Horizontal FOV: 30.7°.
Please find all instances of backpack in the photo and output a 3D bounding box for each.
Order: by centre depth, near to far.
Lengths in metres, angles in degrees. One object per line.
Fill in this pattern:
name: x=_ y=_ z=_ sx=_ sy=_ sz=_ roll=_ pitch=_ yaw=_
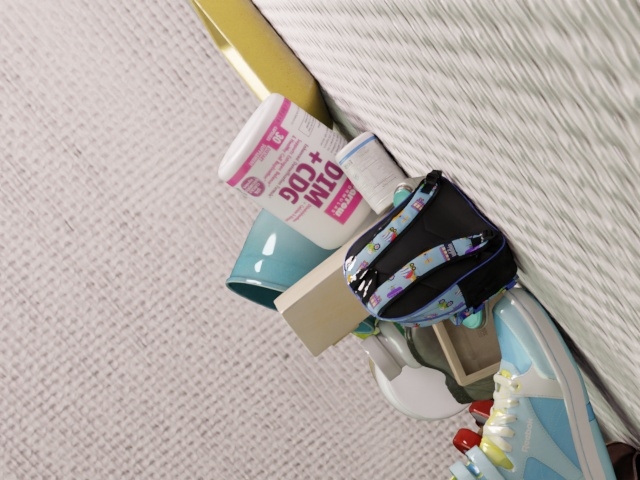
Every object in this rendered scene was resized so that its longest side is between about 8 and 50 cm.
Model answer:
backpack: x=0.124 y=0.031 z=1.363 sx=0.158 sy=0.173 sz=0.117 roll=50 pitch=178 yaw=39

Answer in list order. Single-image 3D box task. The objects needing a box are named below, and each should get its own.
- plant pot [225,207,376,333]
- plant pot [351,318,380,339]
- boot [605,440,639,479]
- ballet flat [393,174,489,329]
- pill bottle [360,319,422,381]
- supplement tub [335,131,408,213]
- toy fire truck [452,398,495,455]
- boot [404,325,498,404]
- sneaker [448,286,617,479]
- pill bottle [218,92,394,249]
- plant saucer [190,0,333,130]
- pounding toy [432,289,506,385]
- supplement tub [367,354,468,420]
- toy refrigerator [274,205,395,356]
plant pot: x=0.000 y=0.000 z=2.042 sx=0.271 sy=0.255 sz=0.272 roll=17 pitch=168 yaw=4
plant pot: x=0.117 y=0.082 z=2.249 sx=0.207 sy=0.228 sz=0.227 roll=42 pitch=173 yaw=35
boot: x=0.394 y=0.387 z=1.506 sx=0.207 sy=0.090 sz=0.248 roll=91 pitch=177 yaw=-83
ballet flat: x=0.169 y=0.009 z=1.476 sx=0.213 sy=0.068 sz=0.072 roll=60 pitch=142 yaw=10
pill bottle: x=0.177 y=0.153 z=2.071 sx=0.117 sy=0.208 sz=0.117 roll=52 pitch=179 yaw=1
supplement tub: x=0.078 y=-0.100 z=1.715 sx=0.107 sy=0.071 sz=0.071 roll=52 pitch=179 yaw=3
toy fire truck: x=0.429 y=0.419 z=2.355 sx=0.254 sy=0.169 sz=0.302 roll=20 pitch=158 yaw=39
boot: x=0.254 y=0.177 z=1.872 sx=0.246 sy=0.161 sz=0.083 roll=47 pitch=-134 yaw=-36
sneaker: x=0.228 y=0.233 z=1.441 sx=0.127 sy=0.208 sz=0.319 roll=-178 pitch=67 yaw=-86
pill bottle: x=-0.002 y=-0.087 z=1.809 sx=0.283 sy=0.160 sz=0.160 roll=34 pitch=-177 yaw=-12
plant saucer: x=-0.090 y=-0.300 z=2.036 sx=0.333 sy=0.081 sz=0.333 roll=51 pitch=179 yaw=14
pounding toy: x=0.233 y=0.127 z=1.569 sx=0.100 sy=0.141 sz=0.130 roll=63 pitch=-176 yaw=-84
supplement tub: x=0.232 y=0.263 z=2.552 sx=0.241 sy=0.241 sz=0.331 roll=52 pitch=179 yaw=-2
toy refrigerator: x=0.069 y=0.050 z=1.705 sx=0.094 sy=0.269 sz=0.102 roll=53 pitch=178 yaw=-11
